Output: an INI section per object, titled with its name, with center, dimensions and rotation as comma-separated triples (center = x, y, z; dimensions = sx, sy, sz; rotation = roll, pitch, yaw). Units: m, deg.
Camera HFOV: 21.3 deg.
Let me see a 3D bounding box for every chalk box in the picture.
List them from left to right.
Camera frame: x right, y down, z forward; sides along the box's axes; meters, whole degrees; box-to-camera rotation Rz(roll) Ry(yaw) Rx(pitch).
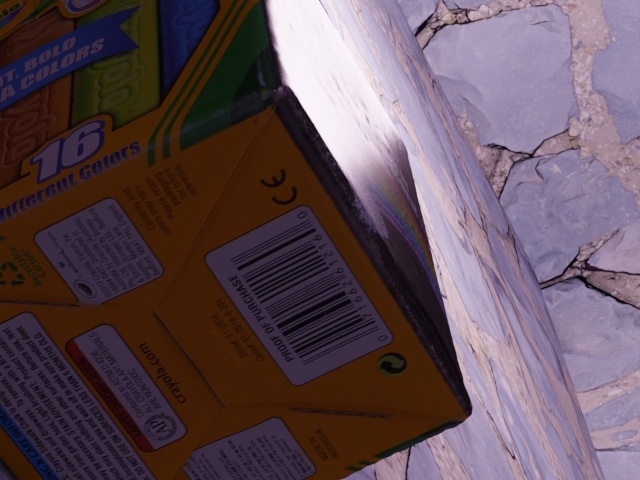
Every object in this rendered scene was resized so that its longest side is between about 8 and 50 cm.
[chalk box]
center = -0.065, -0.030, 0.771
dimensions = 0.180, 0.179, 0.289
rotation = 58, 11, -30
